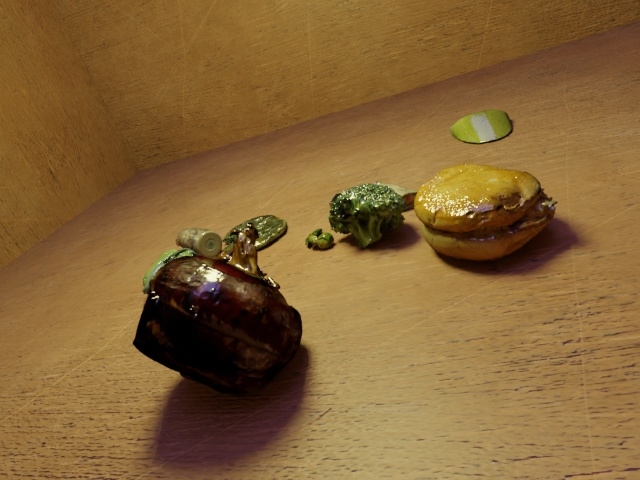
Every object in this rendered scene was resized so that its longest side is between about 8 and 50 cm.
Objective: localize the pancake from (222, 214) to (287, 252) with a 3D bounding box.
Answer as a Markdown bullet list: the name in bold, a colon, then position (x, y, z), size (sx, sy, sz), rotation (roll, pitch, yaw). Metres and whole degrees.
- **pancake**: position (-0.233, -0.022, 1.642), size (0.253, 0.037, 0.253), rotation (-16, 26, 8)

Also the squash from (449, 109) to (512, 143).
- **squash**: position (0.641, -0.429, 1.848), size (0.237, 0.155, 0.204), rotation (-12, -11, 20)

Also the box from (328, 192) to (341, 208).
- **box**: position (0.078, -0.143, 1.655), size (0.083, 0.035, 0.079), rotation (-7, 28, 24)

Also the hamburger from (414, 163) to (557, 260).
- **hamburger**: position (0.391, -0.074, 1.119), size (0.290, 0.170, 0.314), rotation (-32, 28, -18)

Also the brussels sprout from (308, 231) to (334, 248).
- **brussels sprout**: position (-0.001, 0.001, 1.409), size (0.083, 0.046, 0.051), rotation (-4, 34, 33)

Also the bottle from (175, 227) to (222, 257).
- **bottle**: position (-0.442, 0.000, 1.681), size (0.110, 0.097, 0.209), rotation (-23, 21, -36)

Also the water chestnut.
- **water chestnut**: position (-0.192, 0.131, 0.962), size (0.335, 0.335, 0.347), rotation (8, 68, 46)

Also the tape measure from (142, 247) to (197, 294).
- **tape measure**: position (-0.479, 0.100, 1.489), size (0.175, 0.106, 0.200), rotation (-12, 27, 25)

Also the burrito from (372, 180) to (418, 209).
- **burrito**: position (0.242, -0.150, 1.517), size (0.087, 0.060, 0.226), rotation (-27, 26, -16)

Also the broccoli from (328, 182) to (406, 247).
- **broccoli**: position (0.127, -0.075, 1.327), size (0.226, 0.198, 0.176), rotation (-43, 57, 15)

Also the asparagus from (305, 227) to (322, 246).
- **asparagus**: position (-0.022, -0.011, 1.474), size (0.021, 0.025, 0.108), rotation (15, 35, 21)
